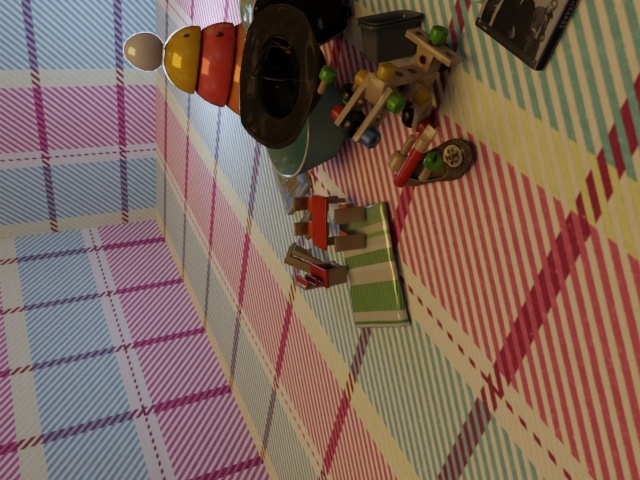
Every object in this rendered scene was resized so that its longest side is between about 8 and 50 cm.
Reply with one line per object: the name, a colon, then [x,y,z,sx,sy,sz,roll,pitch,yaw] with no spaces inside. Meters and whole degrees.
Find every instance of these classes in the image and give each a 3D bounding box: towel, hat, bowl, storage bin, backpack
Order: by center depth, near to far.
storage bin: [0.149,-0.452,1.299,0.098,0.135,0.091,43,145,50]
hat: [-0.069,-0.386,1.410,0.331,0.134,0.331,8,102,46]
backpack: [-0.081,-0.596,1.503,0.191,0.253,0.225,44,164,41]
towel: [0.139,0.076,1.588,0.248,0.038,0.324,-17,82,63]
bowl: [-0.035,-0.338,1.653,0.311,0.163,0.311,31,126,56]

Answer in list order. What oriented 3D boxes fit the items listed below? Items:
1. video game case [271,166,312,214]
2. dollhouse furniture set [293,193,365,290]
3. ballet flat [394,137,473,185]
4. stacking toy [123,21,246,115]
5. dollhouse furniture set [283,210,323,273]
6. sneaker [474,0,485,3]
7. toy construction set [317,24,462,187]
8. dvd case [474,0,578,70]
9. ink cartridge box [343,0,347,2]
video game case: [-0.101,-0.218,1.979,0.212,0.023,0.193,-51,54,56]
dollhouse furniture set: [0.000,0.000,1.645,0.262,0.135,0.259,22,116,60]
ballet flat: [0.238,-0.164,1.285,0.250,0.058,0.084,-8,91,64]
stacking toy: [-0.371,-0.562,1.852,0.350,0.480,0.350,-177,90,-72]
dollhouse furniture set: [-0.019,0.007,1.887,0.144,0.123,0.151,-46,23,58]
sneaker: [0.293,-0.495,1.090,0.098,0.038,0.069,67,151,25]
toy construction set: [0.175,-0.290,1.163,0.237,0.257,0.309,-61,34,40]
dvd case: [0.363,-0.437,0.982,0.179,0.030,0.238,59,145,37]
ink cartridge box: [0.051,-0.722,1.493,0.206,0.045,0.208,2,102,63]
